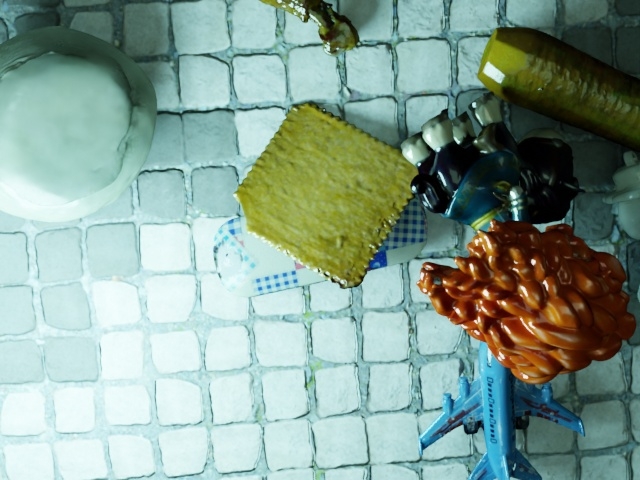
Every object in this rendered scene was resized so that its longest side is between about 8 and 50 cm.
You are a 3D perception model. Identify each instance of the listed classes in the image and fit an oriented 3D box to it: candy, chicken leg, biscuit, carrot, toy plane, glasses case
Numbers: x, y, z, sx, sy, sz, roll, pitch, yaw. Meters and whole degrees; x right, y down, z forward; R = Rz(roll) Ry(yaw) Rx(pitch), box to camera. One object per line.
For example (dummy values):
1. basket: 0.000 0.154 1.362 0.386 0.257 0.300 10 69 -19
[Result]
1. candy: -0.380 -0.163 1.308 0.296 0.185 0.295 1 84 -12
2. chicken leg: -0.045 -0.368 1.341 0.251 0.087 0.107 41 113 -10
3. biscuit: 0.007 -0.072 1.341 0.237 0.013 0.232 29 76 13
4. carrot: 0.380 -0.221 1.333 0.302 0.114 0.114 21 96 -4
5. toy plane: 0.271 0.253 1.388 0.254 0.105 0.271 -6 95 0
6. glasses case: 0.000 0.000 1.374 0.327 0.076 0.125 -13 92 1

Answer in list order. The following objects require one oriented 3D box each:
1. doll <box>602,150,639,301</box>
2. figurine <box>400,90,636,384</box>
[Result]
1. doll: 0.507 0.003 1.356 0.138 0.119 0.293 -26 98 -40
2. figurine: 0.270 -0.011 1.276 0.306 0.241 0.411 13 58 -37
